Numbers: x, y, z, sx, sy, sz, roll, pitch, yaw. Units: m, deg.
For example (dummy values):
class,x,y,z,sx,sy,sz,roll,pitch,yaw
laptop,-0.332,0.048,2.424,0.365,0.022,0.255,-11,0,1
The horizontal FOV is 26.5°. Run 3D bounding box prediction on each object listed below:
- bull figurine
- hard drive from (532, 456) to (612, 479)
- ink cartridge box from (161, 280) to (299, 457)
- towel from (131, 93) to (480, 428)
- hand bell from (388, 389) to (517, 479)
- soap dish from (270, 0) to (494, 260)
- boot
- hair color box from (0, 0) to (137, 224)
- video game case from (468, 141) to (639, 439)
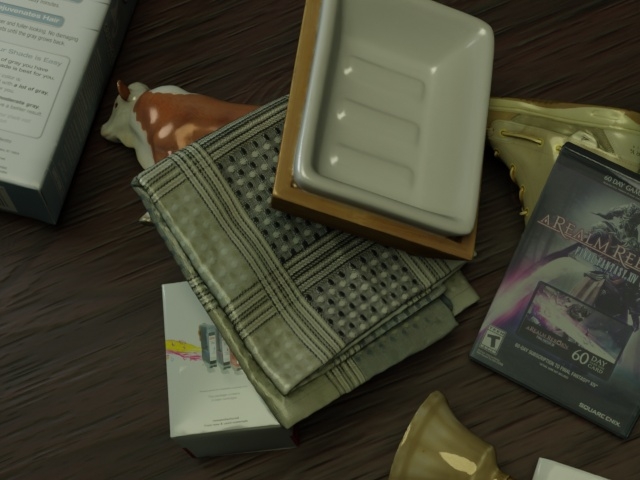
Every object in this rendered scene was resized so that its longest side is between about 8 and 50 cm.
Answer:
class,x,y,z,sx,sy,sz,roll,pitch,yaw
bull figurine,-0.120,-0.096,1.600,0.310,0.101,0.188,3,75,9
hard drive,0.285,0.430,1.403,0.233,0.047,0.353,17,74,12
ink cartridge box,-0.098,0.138,1.504,0.127,0.128,0.176,-7,70,5
towel,0.000,0.000,1.475,0.312,0.056,0.324,-31,86,-33
hand bell,0.205,0.260,1.412,0.242,0.126,0.126,23,76,21
soap dish,0.066,-0.131,1.466,0.229,0.118,0.291,17,63,-18
boot,0.234,-0.056,1.543,0.262,0.095,0.203,8,90,30
hair color box,-0.354,-0.225,1.642,0.185,0.113,0.374,14,69,5
video game case,0.295,0.056,1.449,0.196,0.026,0.274,27,118,14
